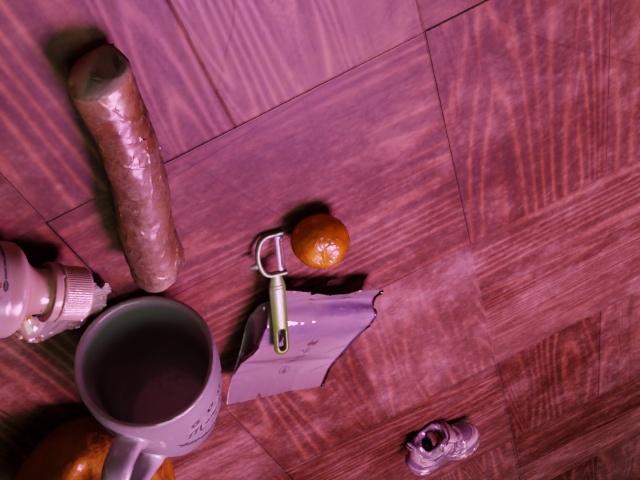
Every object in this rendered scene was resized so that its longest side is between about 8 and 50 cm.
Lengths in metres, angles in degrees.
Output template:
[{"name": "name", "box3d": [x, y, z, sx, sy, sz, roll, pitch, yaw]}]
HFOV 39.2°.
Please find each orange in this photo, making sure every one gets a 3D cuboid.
[{"name": "orange", "box3d": [0.000, 0.000, 1.241, 0.083, 0.070, 0.083, -8, 138, -7]}]

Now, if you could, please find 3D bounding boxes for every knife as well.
[{"name": "knife", "box3d": [-0.069, 0.082, 1.287, 0.054, 0.015, 0.212, -16, 124, -19]}]

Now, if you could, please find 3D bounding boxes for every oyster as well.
[{"name": "oyster", "box3d": [-0.337, 0.093, 1.158, 0.146, 0.045, 0.122, -37, 142, 1]}]

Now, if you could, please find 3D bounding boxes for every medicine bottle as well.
[{"name": "medicine bottle", "box3d": [-0.384, 0.055, 1.015, 0.252, 0.114, 0.114, 7, 133, -39]}]

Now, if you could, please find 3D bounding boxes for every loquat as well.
[{"name": "loquat", "box3d": [-0.362, 0.413, 1.380, 0.283, 0.276, 0.276, -20, 151, 27]}]

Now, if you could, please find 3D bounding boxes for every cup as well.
[{"name": "cup", "box3d": [-0.236, 0.242, 1.251, 0.186, 0.258, 0.234, 11, 150, 8]}]

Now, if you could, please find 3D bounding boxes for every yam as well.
[{"name": "yam", "box3d": [-0.212, -0.065, 1.012, 0.081, 0.081, 0.357, -20, 144, -11]}]

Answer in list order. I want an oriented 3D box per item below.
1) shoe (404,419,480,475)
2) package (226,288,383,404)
[{"name": "shoe", "box3d": [0.266, 0.442, 1.994, 0.180, 0.089, 0.092, -24, 134, -8]}, {"name": "package", "box3d": [-0.031, 0.158, 1.430, 0.203, 0.062, 0.251, 0, 134, -34]}]
